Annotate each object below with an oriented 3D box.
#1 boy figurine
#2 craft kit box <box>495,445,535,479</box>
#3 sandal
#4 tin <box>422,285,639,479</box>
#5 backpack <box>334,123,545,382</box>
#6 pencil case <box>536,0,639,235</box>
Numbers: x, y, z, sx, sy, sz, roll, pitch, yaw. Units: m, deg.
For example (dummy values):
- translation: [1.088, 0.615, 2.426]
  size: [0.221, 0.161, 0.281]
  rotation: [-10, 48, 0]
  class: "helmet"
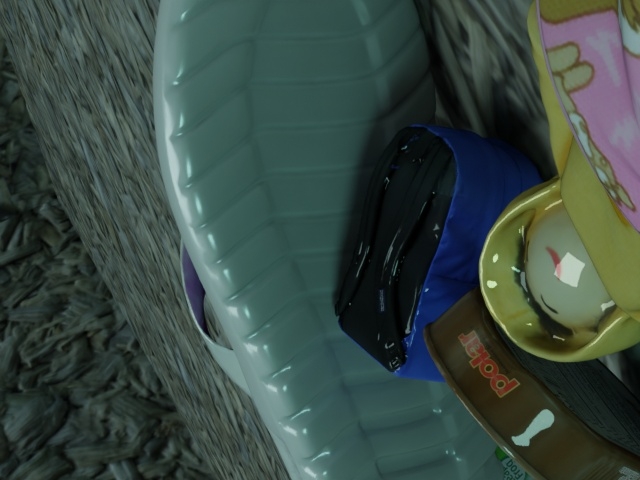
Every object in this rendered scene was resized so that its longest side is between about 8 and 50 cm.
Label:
- translation: [0.124, -0.026, 0.740]
  size: [0.177, 0.092, 0.285]
  rotation: [60, 165, 8]
  class: "boy figurine"
- translation: [0.056, 0.054, 1.280]
  size: [0.246, 0.061, 0.250]
  rotation: [-155, 41, -76]
  class: "craft kit box"
- translation: [-0.012, 0.005, 1.091]
  size: [0.102, 0.169, 0.416]
  rotation: [12, 120, 54]
  class: "sandal"
- translation: [0.116, 0.081, 0.918]
  size: [0.190, 0.040, 0.106]
  rotation: [30, -156, -53]
  class: "tin"
- translation: [0.069, 0.003, 1.013]
  size: [0.098, 0.101, 0.120]
  rotation: [32, 113, 59]
  class: "backpack"
- translation: [0.153, -0.080, 0.341]
  size: [0.386, 0.160, 0.167]
  rotation: [126, 148, -77]
  class: "pencil case"
